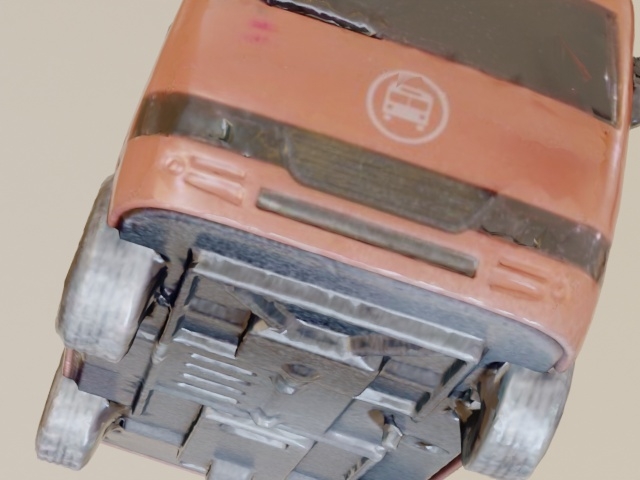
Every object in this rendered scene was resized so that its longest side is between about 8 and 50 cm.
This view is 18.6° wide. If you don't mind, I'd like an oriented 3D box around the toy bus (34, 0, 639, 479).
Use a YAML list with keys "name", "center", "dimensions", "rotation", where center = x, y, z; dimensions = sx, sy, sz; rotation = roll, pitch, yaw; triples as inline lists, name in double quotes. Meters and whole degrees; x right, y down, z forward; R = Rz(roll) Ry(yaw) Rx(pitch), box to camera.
- name: "toy bus"
  center: [0.000, 0.000, 0.908]
  dimensions: [0.427, 0.203, 0.233]
  rotation: [121, -14, -70]
